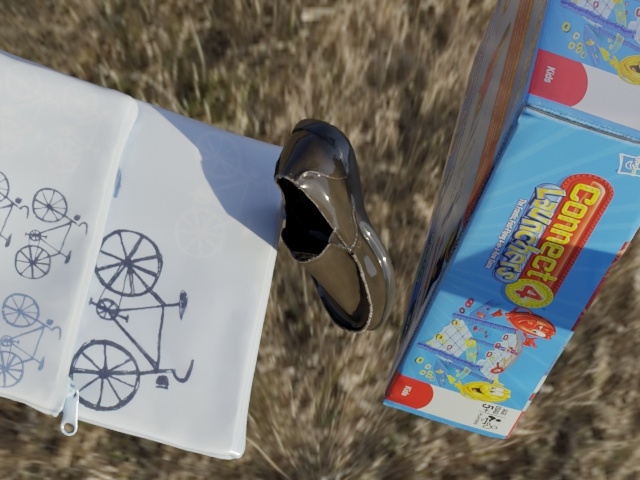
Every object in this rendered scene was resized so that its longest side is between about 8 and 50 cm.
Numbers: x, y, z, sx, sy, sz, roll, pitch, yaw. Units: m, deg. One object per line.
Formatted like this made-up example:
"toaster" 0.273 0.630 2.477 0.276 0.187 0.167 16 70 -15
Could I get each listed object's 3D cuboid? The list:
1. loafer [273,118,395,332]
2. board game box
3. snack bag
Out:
"loafer" 0.000 0.000 1.506 0.080 0.220 0.078 13 44 40
"board game box" 0.144 -0.085 1.051 0.086 0.302 0.308 19 54 -1
"snack bag" -0.190 0.007 1.450 0.343 0.037 0.323 19 59 -15
